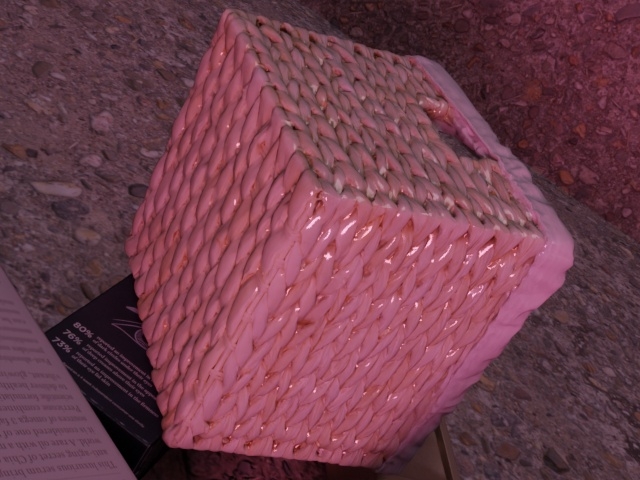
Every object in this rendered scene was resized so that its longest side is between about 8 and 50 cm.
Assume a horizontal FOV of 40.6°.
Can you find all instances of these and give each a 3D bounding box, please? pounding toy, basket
[{"bbox_3d":[0.103,0.287,0.975,0.181,0.094,0.206,20,40,-29],"label":"pounding toy"},{"bbox_3d":[0.000,0.000,0.846,0.266,0.331,0.328,12,35,-31],"label":"basket"}]

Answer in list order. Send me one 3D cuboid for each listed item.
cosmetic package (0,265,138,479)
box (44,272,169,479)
[{"bbox_3d":[-0.310,0.149,0.648,0.453,0.161,0.230,48,13,26],"label":"cosmetic package"},{"bbox_3d":[-0.198,0.143,0.881,0.153,0.108,0.207,37,29,7],"label":"box"}]
